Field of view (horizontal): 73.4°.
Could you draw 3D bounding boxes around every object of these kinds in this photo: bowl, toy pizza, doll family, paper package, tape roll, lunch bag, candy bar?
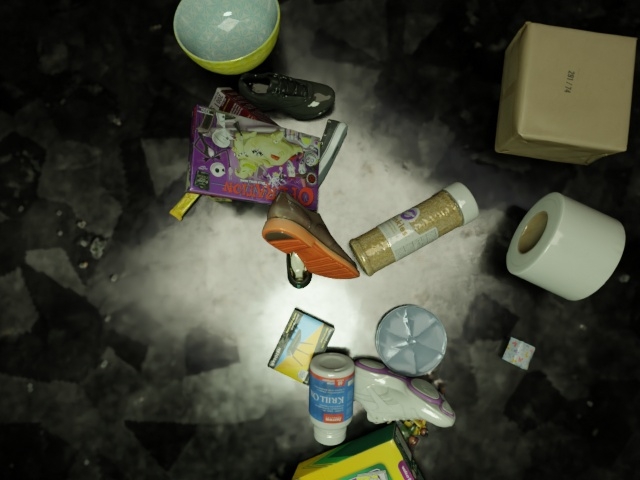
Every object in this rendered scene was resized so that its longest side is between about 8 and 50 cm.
[{"bbox_3d":[-0.246,-0.575,1.217,0.289,0.156,0.289,-1,74,4],"label":"bowl"},{"bbox_3d":[0.260,0.287,1.235,0.201,0.032,0.201,0,86,2],"label":"toy pizza"},{"bbox_3d":[0.281,0.486,1.201,0.111,0.076,0.193,39,91,19],"label":"doll family"},{"bbox_3d":[0.679,-0.403,1.206,0.309,0.168,0.325,8,86,1],"label":"paper package"},{"bbox_3d":[0.640,0.015,1.143,0.169,0.246,0.246,26,87,1],"label":"tape roll"},{"bbox_3d":[0.568,0.323,1.220,0.083,0.053,0.071,25,86,-24],"label":"lunch bag"},{"bbox_3d":[-0.380,-0.131,1.270,0.040,0.018,0.161,40,87,-1],"label":"candy bar"}]

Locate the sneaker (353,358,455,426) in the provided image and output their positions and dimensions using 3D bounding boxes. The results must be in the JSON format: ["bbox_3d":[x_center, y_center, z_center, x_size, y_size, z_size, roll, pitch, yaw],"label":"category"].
[{"bbox_3d":[0.210,0.436,1.155,0.305,0.114,0.152,16,96,36],"label":"sneaker"}]

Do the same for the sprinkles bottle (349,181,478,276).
[{"bbox_3d":[0.260,-0.031,1.209,0.355,0.121,0.121,-29,87,-1],"label":"sprinkles bottle"}]

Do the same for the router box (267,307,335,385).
[{"bbox_3d":[-0.054,0.302,1.229,0.133,0.046,0.179,25,87,1],"label":"router box"}]

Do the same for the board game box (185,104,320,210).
[{"bbox_3d":[-0.159,-0.198,1.094,0.347,0.056,0.208,6,88,-33],"label":"board game box"}]

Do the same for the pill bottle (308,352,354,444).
[{"bbox_3d":[0.029,0.432,1.170,0.124,0.124,0.221,0,102,0],"label":"pill bottle"}]

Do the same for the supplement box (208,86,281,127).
[{"bbox_3d":[-0.212,-0.312,1.228,0.239,0.073,0.130,37,117,2],"label":"supplement box"}]

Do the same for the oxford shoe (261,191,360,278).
[{"bbox_3d":[0.000,0.000,1.137,0.130,0.363,0.133,-10,57,33],"label":"oxford shoe"}]

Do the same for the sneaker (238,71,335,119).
[{"bbox_3d":[-0.099,-0.422,1.231,0.286,0.130,0.109,2,85,-1],"label":"sneaker"}]

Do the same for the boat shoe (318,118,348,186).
[{"bbox_3d":[-0.001,-0.252,1.248,0.076,0.080,0.228,26,87,11],"label":"boat shoe"}]

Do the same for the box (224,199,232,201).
[{"bbox_3d":[-0.290,-0.164,1.164,0.058,0.232,0.087,0,87,1],"label":"box"}]

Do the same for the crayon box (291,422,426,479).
[{"bbox_3d":[0.144,0.725,1.144,0.313,0.106,0.363,-29,87,14],"label":"crayon box"}]

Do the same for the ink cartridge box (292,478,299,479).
[{"bbox_3d":[-0.094,0.768,1.148,0.224,0.045,0.223,-33,85,30],"label":"ink cartridge box"}]

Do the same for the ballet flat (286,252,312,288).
[{"bbox_3d":[-0.059,-0.002,1.222,0.095,0.096,0.280,-6,86,0],"label":"ballet flat"}]
